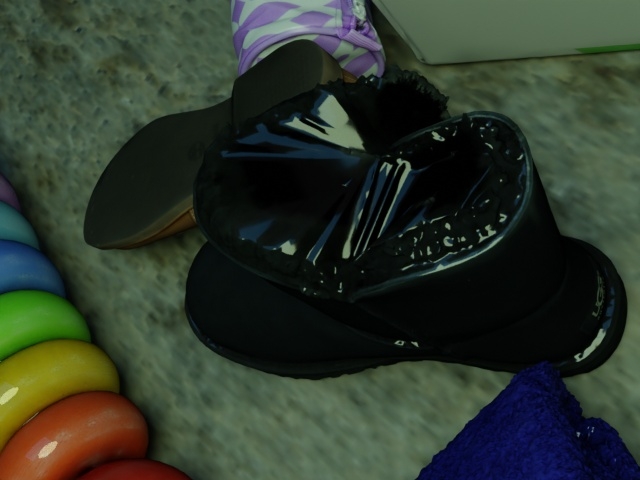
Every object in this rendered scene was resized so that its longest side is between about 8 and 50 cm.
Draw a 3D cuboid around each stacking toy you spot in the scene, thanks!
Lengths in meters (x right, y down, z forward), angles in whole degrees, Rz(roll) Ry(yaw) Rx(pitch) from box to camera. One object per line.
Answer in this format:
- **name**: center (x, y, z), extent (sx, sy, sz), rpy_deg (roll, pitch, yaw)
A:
- **stacking toy**: center (-0.166, 0.073, 0.627), extent (0.141, 0.141, 0.330), rpy_deg (-48, 63, 3)

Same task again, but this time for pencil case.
- **pencil case**: center (-0.010, -0.175, 0.656), extent (0.088, 0.086, 0.206), rpy_deg (-38, 52, 51)

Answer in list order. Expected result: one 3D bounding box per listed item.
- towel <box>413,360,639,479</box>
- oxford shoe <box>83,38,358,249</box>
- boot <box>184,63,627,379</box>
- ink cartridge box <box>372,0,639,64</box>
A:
- **towel**: center (0.010, 0.200, 0.432), extent (0.308, 0.076, 0.228), rpy_deg (-47, 21, 11)
- **oxford shoe**: center (-0.053, -0.034, 0.641), extent (0.212, 0.076, 0.076), rpy_deg (-21, 55, 38)
- **boot**: center (0.000, 0.000, 0.514), extent (0.246, 0.207, 0.094), rpy_deg (3, 73, 29)
- **ink cartridge box**: center (0.139, -0.241, 0.588), extent (0.198, 0.115, 0.273), rpy_deg (0, 72, 27)
